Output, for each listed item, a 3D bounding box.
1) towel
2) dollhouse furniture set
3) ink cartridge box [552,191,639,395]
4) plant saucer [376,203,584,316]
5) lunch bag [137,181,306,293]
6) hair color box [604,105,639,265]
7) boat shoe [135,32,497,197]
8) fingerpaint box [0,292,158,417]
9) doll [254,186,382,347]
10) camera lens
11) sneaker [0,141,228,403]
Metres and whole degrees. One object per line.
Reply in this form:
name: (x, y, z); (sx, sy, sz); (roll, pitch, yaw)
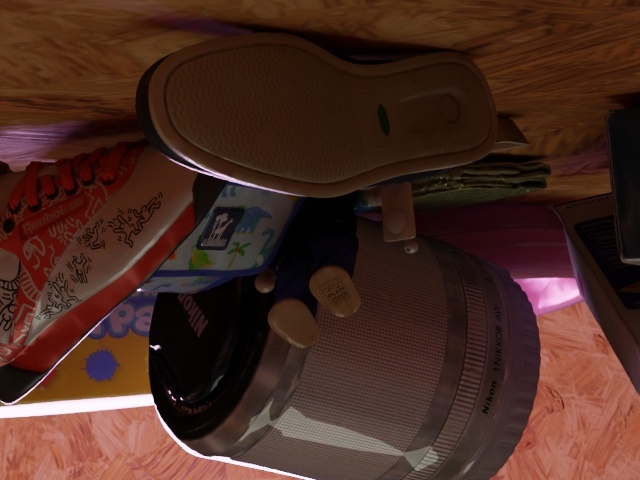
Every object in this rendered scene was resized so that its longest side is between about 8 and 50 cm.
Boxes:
towel: (0.099, -0.043, 1.449); (0.110, 0.027, 0.148); (0, 172, -39)
dollhouse furniture set: (0.076, -0.037, 1.228); (0.114, 0.081, 0.091); (-9, 172, 38)
ink cartridge box: (0.291, 0.026, 1.378); (0.175, 0.069, 0.371); (-12, -162, 1)
plant saucer: (0.111, 0.034, 1.792); (0.332, 0.084, 0.332); (-9, 168, -2)
lunch bag: (-0.097, -0.018, 1.271); (0.128, 0.096, 0.151); (1, 157, -43)
hair color box: (0.375, -0.051, 1.184); (0.347, 0.105, 0.174); (-6, 176, 21)
boat shoe: (-0.009, -0.059, 0.951); (0.079, 0.084, 0.233); (-11, 174, 44)
fingerpaint box: (-0.271, 0.089, 1.792); (0.444, 0.163, 0.371); (-4, 174, -4)
doll: (0.000, 0.000, 1.313); (0.129, 0.046, 0.189); (-38, -158, 16)
camera lens: (0.013, 0.088, 1.499); (0.274, 0.219, 0.219); (17, 164, -29)
sneaker: (-0.174, -0.020, 1.152); (0.270, 0.145, 0.090); (-43, -168, 29)
